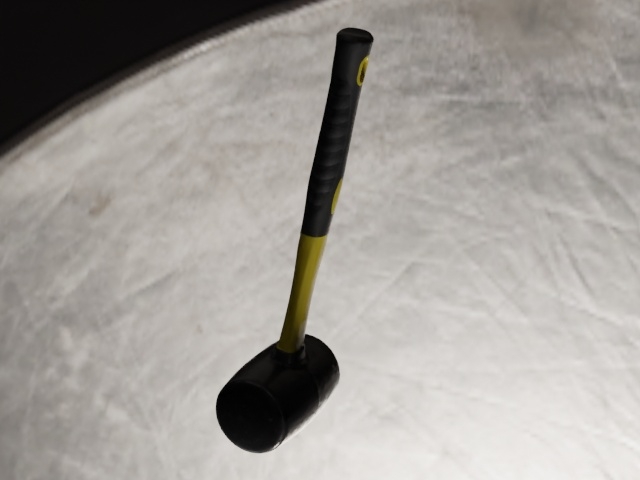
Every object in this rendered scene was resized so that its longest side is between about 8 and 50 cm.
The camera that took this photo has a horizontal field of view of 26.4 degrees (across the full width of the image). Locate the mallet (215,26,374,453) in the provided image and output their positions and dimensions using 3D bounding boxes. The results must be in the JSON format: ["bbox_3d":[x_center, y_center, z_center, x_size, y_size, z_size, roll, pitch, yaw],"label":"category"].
[{"bbox_3d":[0.000,0.000,0.592,0.039,0.062,0.190,21,108,19],"label":"mallet"}]
